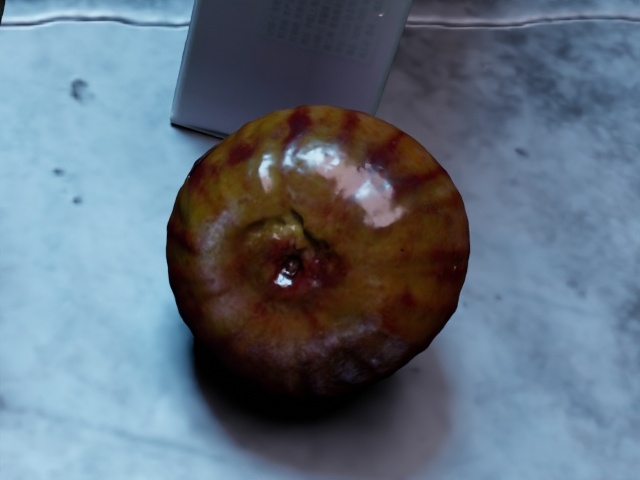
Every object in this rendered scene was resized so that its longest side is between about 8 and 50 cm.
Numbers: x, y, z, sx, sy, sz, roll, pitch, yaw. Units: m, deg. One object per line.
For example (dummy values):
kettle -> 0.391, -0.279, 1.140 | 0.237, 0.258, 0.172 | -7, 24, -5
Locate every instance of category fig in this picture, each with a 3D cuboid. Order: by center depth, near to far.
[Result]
fig -> -0.009, 0.005, 0.843 | 0.128, 0.150, 0.128 | 1, 87, -26

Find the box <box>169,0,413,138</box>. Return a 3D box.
box -> 0.016, -0.191, 0.902 | 0.106, 0.252, 0.203 | 14, 52, -2

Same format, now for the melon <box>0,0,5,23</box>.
melon -> -0.273, -0.075, 0.722 | 0.268, 0.268, 0.330 | 42, 75, 17
